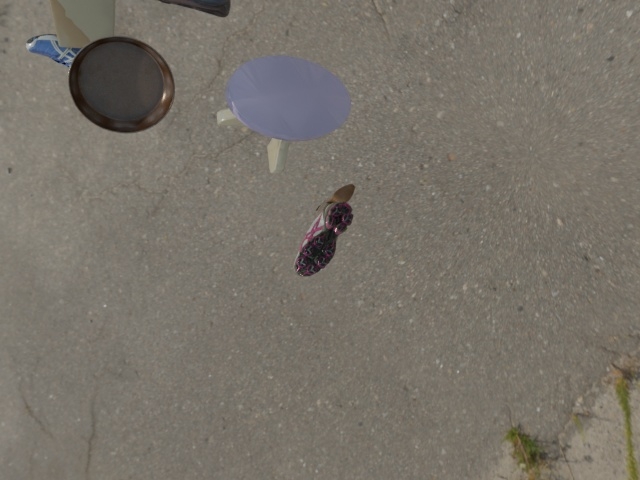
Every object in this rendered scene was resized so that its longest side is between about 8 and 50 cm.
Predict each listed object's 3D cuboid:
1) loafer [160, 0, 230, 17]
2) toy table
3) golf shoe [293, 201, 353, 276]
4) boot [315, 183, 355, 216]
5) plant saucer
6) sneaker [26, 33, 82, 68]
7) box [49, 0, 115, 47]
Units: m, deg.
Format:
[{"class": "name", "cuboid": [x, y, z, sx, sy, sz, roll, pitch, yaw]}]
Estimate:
[{"class": "loafer", "cuboid": [-0.391, -0.674, 1.306, 0.302, 0.095, 0.109, 15, 73, -1]}, {"class": "toy table", "cuboid": [-0.089, -0.290, 1.060, 0.161, 0.274, 0.252, -15, 70, 62]}, {"class": "golf shoe", "cuboid": [0.000, 0.000, 1.039, 0.067, 0.086, 0.186, 40, 74, -18]}, {"class": "boot", "cuboid": [0.035, -0.107, 1.296, 0.118, 0.087, 0.042, -41, 101, -12]}, {"class": "plant saucer", "cuboid": [-0.337, -0.266, 0.822, 0.168, 0.168, 0.029, -55, 42, 22]}, {"class": "sneaker", "cuboid": [-0.632, -0.469, 1.235, 0.080, 0.211, 0.081, 9, 96, 60]}, {"class": "box", "cuboid": [-0.490, -0.527, 0.981, 0.311, 0.121, 0.148, 165, 96, -66]}]
